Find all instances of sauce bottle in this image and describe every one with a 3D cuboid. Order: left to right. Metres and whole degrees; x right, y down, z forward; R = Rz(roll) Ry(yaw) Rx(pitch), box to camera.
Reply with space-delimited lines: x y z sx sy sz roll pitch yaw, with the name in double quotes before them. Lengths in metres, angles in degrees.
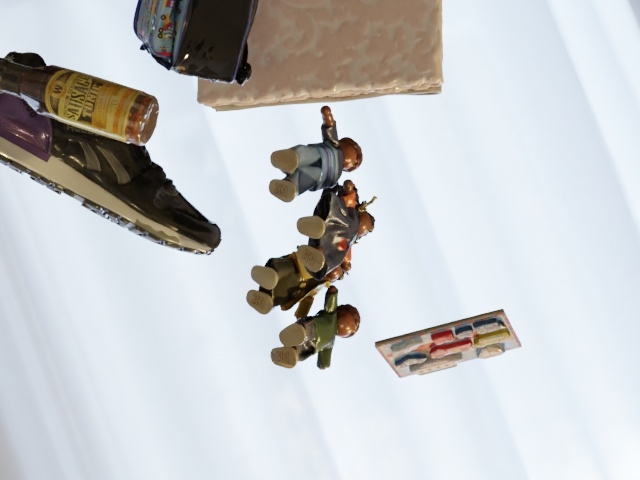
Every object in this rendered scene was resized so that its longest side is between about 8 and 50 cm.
"sauce bottle" -0.184 -0.105 1.065 0.128 0.042 0.042 16 179 10

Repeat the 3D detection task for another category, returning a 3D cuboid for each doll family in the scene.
"doll family" 0.000 0.000 1.060 0.076 0.193 0.111 26 -157 26

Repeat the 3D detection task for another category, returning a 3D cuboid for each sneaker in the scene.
"sneaker" -0.204 -0.088 1.423 0.124 0.283 0.107 -63 -159 -5

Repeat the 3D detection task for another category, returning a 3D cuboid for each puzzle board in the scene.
"puzzle board" 0.126 0.103 1.391 0.128 0.011 0.096 -15 151 12

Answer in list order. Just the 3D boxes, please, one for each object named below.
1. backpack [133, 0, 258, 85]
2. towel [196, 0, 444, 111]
"backpack" -0.127 -0.255 1.470 0.117 0.158 0.173 8 -161 -20
"towel" -0.001 -0.329 1.892 0.331 0.317 0.053 -3 164 9
